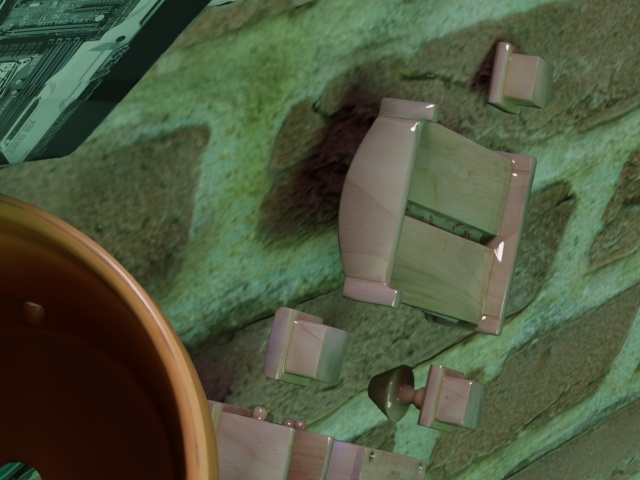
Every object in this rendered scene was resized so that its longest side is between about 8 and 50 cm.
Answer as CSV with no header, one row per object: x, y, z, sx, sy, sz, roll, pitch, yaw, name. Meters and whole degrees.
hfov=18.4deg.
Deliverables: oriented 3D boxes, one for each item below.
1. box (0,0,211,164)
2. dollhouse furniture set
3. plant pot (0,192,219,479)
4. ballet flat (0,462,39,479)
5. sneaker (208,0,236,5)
-0.174,-0.117,0.836,0.307,0.076,0.242,-11,155,-49,box
0.000,0.000,1.369,0.303,0.173,0.356,21,80,-62,dollhouse furniture set
-0.185,0.128,1.025,0.291,0.291,0.203,-52,170,-2,plant pot
-0.171,0.108,1.235,0.188,0.070,0.070,-31,145,-33,ballet flat
-0.038,-0.241,0.988,0.108,0.100,0.271,-2,124,-50,sneaker
